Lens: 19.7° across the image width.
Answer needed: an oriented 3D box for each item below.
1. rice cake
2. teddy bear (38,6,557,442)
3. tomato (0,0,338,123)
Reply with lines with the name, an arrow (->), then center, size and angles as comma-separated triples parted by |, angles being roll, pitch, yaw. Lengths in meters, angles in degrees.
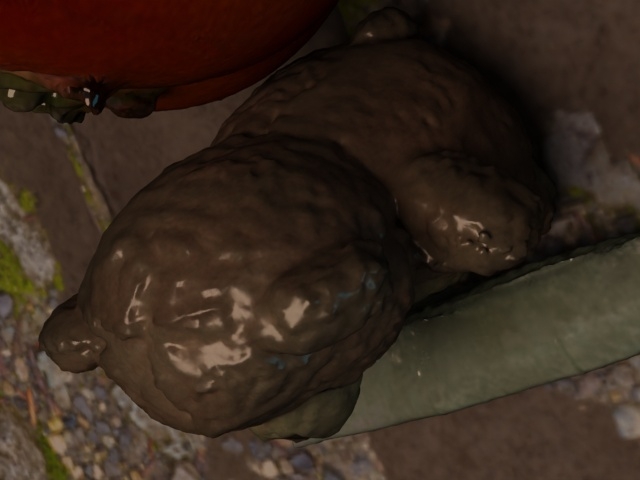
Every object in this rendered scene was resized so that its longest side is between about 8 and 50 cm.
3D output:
rice cake -> 0.109, 0.044, 0.971 | 0.336, 0.063, 0.066 | -19, 99, 36
teddy bear -> 0.000, -0.001, 0.902 | 0.236, 0.267, 0.151 | -12, 117, 35
tomato -> -0.114, -0.212, 0.877 | 0.321, 0.321, 0.322 | 12, 113, 29
